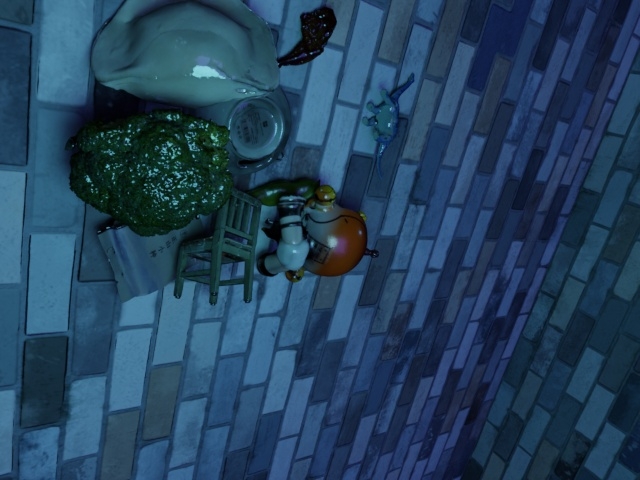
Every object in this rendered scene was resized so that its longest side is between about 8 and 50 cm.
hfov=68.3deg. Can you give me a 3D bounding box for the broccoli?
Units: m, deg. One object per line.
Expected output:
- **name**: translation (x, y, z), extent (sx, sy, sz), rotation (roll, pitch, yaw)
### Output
- **broccoli**: translation (-0.326, -0.151, 0.962), extent (0.322, 0.283, 0.303), rotation (-6, 139, 3)

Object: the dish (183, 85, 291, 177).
- **dish**: translation (-0.174, -0.271, 1.119), extent (0.303, 0.120, 0.302), rotation (-15, 119, -29)

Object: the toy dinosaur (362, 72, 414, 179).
- **toy dinosaur**: translation (0.185, -0.351, 1.368), extent (0.145, 0.076, 0.328), rotation (14, 93, -46)

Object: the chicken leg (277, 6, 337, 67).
- **chicken leg**: translation (-0.034, -0.487, 1.158), extent (0.093, 0.053, 0.205), rotation (32, 85, -18)

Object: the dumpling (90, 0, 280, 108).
- **dumpling**: translation (-0.270, -0.402, 0.959), extent (0.181, 0.342, 0.259), rotation (38, 49, -78)

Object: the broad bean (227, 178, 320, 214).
- **broad bean**: translation (-0.138, -0.110, 1.271), extent (0.318, 0.056, 0.098), rotation (-25, 135, -16)

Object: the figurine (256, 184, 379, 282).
- **figurine**: translation (0.001, 0.003, 1.321), extent (0.324, 0.196, 0.319), rotation (-5, 129, -39)

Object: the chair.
- **chair**: translation (-0.253, 0.018, 1.171), extent (0.136, 0.147, 0.270), rotation (23, 64, -53)

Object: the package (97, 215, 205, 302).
- **package**: translation (-0.398, 0.010, 1.146), extent (0.251, 0.062, 0.203), rotation (-31, 128, -36)
